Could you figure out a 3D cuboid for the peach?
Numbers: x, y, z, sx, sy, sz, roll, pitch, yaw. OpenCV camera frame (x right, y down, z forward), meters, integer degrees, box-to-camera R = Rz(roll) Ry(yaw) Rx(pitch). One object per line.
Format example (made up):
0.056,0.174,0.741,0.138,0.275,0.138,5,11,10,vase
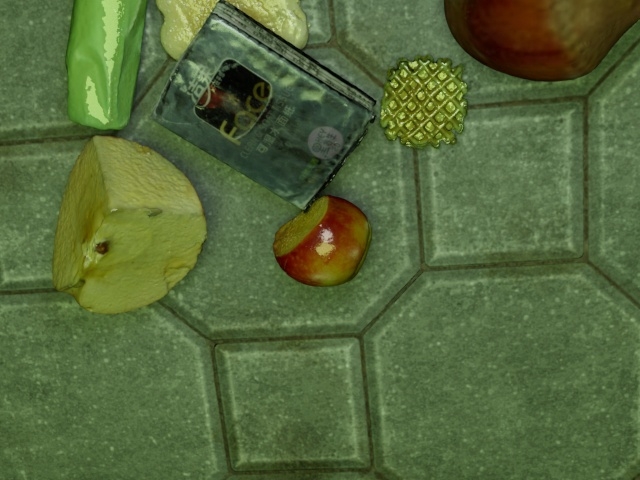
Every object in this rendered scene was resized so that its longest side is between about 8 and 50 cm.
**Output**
0.000,0.000,1.691,0.192,0.190,0.190,15,108,5,peach

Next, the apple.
-0.401,-0.014,1.698,0.314,0.252,0.309,34,129,1,apple

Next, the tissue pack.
-0.108,-0.250,1.622,0.361,0.122,0.259,32,118,-15,tissue pack

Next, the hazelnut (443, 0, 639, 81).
0.370,-0.448,1.452,0.372,0.315,0.372,12,111,33,hazelnut

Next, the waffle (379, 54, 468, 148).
0.202,-0.267,1.660,0.169,0.036,0.183,6,110,2,waffle

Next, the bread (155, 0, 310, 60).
-0.171,-0.442,1.636,0.316,0.054,0.316,2,110,7,bread

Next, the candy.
-0.412,-0.388,1.637,0.142,0.132,0.343,7,109,-13,candy
